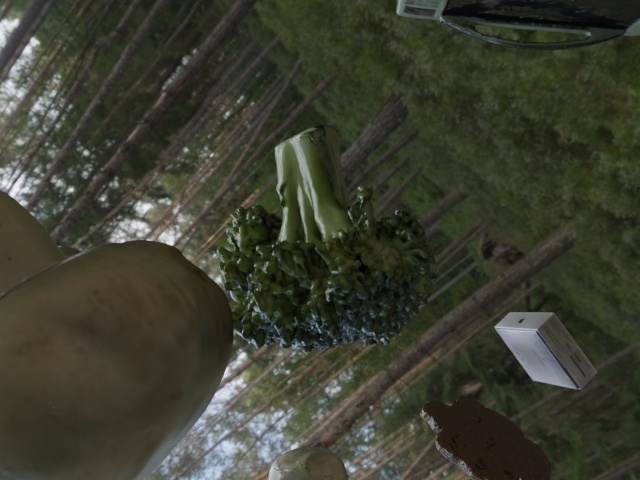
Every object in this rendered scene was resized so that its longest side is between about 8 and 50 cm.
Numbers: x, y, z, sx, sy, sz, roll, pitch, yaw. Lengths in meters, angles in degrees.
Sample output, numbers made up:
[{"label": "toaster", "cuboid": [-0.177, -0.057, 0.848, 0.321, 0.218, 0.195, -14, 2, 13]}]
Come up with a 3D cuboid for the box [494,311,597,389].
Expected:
[{"label": "box", "cuboid": [0.398, 0.194, 0.964, 0.130, 0.051, 0.129, 54, 165, -3]}]

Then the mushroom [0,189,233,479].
[{"label": "mushroom", "cuboid": [-0.265, 0.094, 0.529, 0.336, 0.314, 0.314, 41, -161, 13]}]

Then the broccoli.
[{"label": "broccoli", "cuboid": [-0.001, 0.021, 0.757, 0.338, 0.277, 0.318, 64, -169, -63]}]

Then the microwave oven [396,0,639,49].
[{"label": "microwave oven", "cuboid": [0.321, -0.476, 0.745, 0.393, 0.333, 0.247, 6, 175, 3]}]

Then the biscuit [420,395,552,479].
[{"label": "biscuit", "cuboid": [0.349, 0.438, 1.154, 0.290, 0.041, 0.208, 26, -151, 19]}]

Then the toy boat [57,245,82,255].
[{"label": "toy boat", "cuboid": [-0.395, 0.101, 0.818, 0.275, 0.111, 0.293, 16, -146, 15]}]

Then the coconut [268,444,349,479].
[{"label": "coconut", "cuboid": [-0.028, 0.501, 1.085, 0.162, 0.161, 0.161, -2, -127, -52]}]
